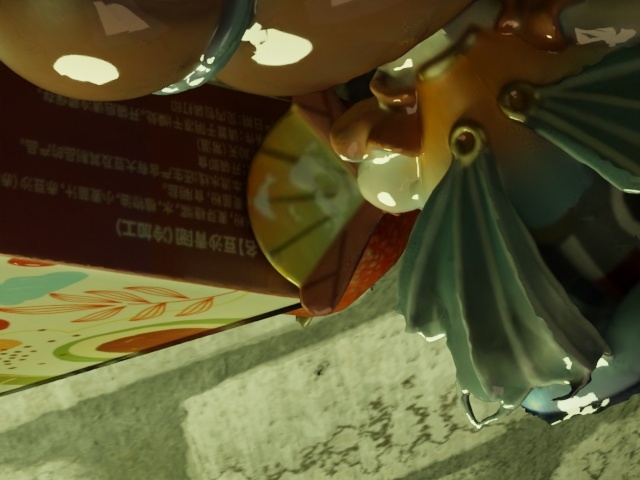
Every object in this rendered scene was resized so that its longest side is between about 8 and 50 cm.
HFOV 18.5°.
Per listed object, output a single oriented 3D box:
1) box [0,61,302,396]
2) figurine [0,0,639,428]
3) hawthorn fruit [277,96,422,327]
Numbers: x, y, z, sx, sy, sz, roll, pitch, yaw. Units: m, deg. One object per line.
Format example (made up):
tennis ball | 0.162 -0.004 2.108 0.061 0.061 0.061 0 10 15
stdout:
box | -0.253 -0.009 1.065 0.385 0.122 0.344 9 161 -42
figurine | 0.043 -0.092 0.926 0.276 0.248 0.388 -35 108 14
hawthorn fruit | 0.000 0.000 1.361 0.165 0.165 0.285 -26 155 2
